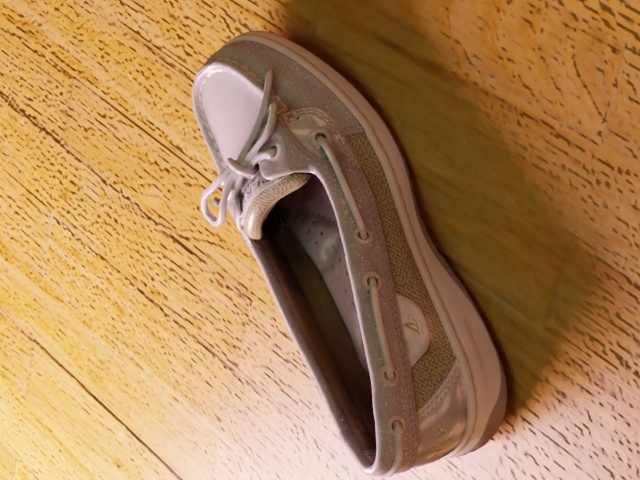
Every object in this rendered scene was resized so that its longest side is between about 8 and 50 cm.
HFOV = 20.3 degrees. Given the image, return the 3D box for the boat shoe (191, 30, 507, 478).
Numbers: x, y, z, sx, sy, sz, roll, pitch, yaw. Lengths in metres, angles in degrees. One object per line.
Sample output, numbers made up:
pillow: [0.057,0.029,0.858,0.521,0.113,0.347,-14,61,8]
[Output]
boat shoe: [-0.001,0.002,1.145,0.118,0.103,0.320,-46,66,45]
